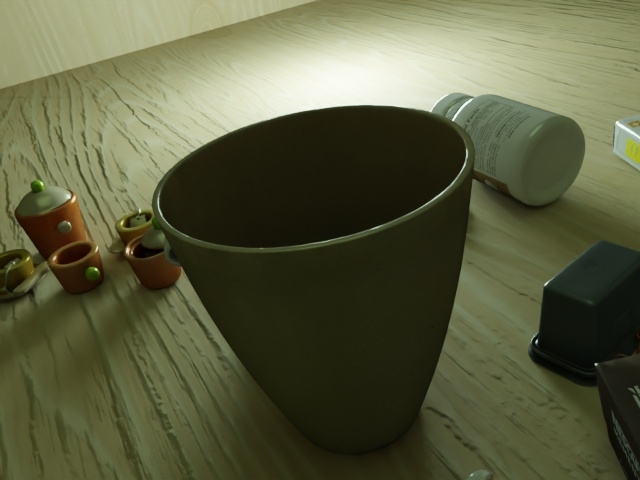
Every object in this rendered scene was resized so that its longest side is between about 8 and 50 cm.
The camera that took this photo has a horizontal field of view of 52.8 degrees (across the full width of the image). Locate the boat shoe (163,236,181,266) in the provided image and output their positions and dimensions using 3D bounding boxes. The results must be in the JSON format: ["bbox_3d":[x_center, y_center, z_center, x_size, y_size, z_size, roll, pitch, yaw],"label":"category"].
[{"bbox_3d":[-0.063,-0.023,0.768,0.258,0.095,0.084,-19,34,10],"label":"boat shoe"}]

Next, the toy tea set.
[{"bbox_3d":[-0.347,-0.016,0.958,0.336,0.124,0.200,-3,32,13],"label":"toy tea set"}]

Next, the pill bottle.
[{"bbox_3d":[0.267,-0.149,0.973,0.131,0.131,0.229,-23,33,-19],"label":"pill bottle"}]

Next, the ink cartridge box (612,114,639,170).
[{"bbox_3d":[0.621,-0.117,0.873,0.304,0.072,0.307,-11,33,-2],"label":"ink cartridge box"}]

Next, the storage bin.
[{"bbox_3d":[0.282,0.068,0.651,0.135,0.091,0.098,-31,36,-28],"label":"storage bin"}]

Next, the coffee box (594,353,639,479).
[{"bbox_3d":[0.352,0.140,0.465,0.247,0.098,0.141,-17,28,10],"label":"coffee box"}]

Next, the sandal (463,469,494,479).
[{"bbox_3d":[0.081,0.269,0.387,0.076,0.102,0.265,12,43,27],"label":"sandal"}]

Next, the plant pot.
[{"bbox_3d":[0.015,0.051,0.585,0.257,0.274,0.256,-8,32,5],"label":"plant pot"}]
